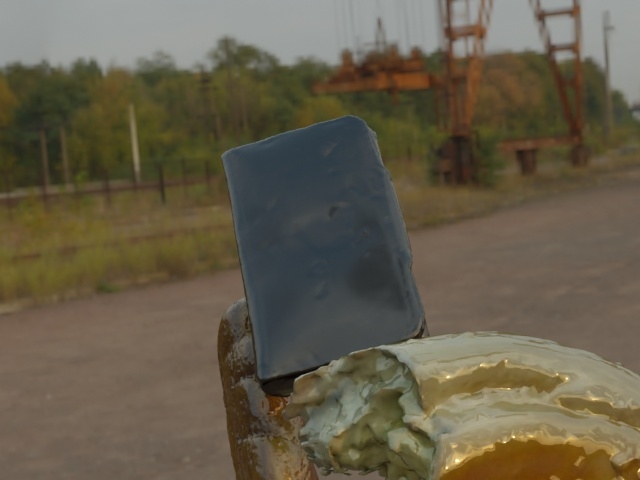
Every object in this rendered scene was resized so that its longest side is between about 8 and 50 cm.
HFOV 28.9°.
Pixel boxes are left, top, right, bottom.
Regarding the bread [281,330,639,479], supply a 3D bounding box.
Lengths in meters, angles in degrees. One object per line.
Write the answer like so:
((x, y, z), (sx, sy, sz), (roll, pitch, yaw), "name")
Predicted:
((0.126, 0.168, 0.648), (0.192, 0.314, 0.171), (-29, 7, -15), "bread")

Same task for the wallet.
((0.000, 0.000, 1.408), (0.197, 0.378, 0.051), (-15, -42, 2), "wallet")

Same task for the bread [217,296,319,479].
((-0.053, 0.216, 1.390), (0.084, 0.344, 0.124), (0, -38, -18), "bread")
